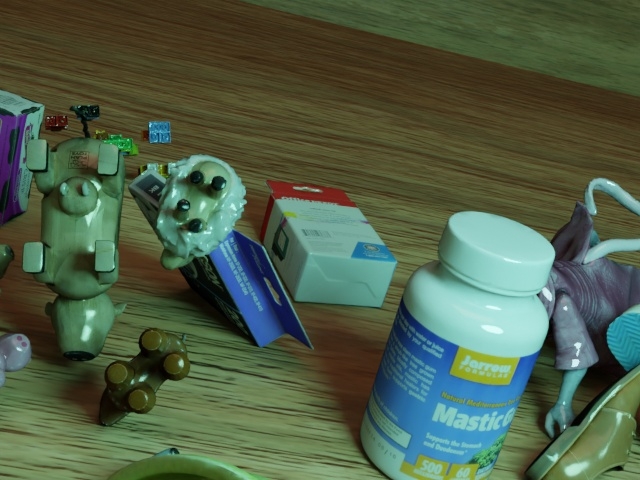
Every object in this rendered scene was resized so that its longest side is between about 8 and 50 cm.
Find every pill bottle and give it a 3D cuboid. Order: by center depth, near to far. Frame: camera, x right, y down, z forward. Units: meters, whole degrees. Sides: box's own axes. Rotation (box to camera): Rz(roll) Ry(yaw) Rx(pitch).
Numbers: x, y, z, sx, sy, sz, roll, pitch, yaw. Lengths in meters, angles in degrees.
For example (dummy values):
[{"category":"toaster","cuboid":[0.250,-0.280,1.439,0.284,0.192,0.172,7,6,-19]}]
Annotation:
[{"category":"pill bottle","cuboid":[0.146,0.115,1.078,0.152,0.272,0.152,13,25,-6]}]

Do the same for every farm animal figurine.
[{"category":"farm animal figurine","cuboid":[-0.273,0.034,1.054,0.330,0.327,0.172,18,-10,-3]}]

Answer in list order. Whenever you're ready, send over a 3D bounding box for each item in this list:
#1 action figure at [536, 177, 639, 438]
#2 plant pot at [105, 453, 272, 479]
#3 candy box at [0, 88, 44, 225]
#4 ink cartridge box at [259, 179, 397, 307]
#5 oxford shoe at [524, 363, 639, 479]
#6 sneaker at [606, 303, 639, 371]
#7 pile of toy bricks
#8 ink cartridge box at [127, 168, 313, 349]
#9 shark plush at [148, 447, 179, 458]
[{"category":"action figure","cuboid":[0.310,0.074,1.301,0.248,0.276,0.370,39,19,30]},{"category":"plant pot","cuboid":[-0.001,0.271,0.709,0.276,0.276,0.254,34,19,35]},{"category":"candy box","cuboid":[-0.492,-0.136,1.365,0.233,0.159,0.071,21,23,9]},{"category":"ink cartridge box","cuboid":[0.000,0.000,1.472,0.134,0.078,0.231,6,26,-23]},{"category":"oxford shoe","cuboid":[0.322,0.213,1.157,0.076,0.076,0.212,43,69,15]},{"category":"sneaker","cuboid":[0.433,0.178,1.240,0.092,0.087,0.229,-21,83,-55]},{"category":"pile of toy bricks","cuboid":[-0.321,-0.136,1.562,0.212,0.118,0.105,-2,-4,-17]},{"category":"ink cartridge box","cuboid":[-0.114,0.034,1.204,0.045,0.206,0.208,-44,51,-17]},{"category":"shark plush","cuboid":[-0.186,0.238,0.916,0.161,0.073,0.067,-32,29,-33]}]
